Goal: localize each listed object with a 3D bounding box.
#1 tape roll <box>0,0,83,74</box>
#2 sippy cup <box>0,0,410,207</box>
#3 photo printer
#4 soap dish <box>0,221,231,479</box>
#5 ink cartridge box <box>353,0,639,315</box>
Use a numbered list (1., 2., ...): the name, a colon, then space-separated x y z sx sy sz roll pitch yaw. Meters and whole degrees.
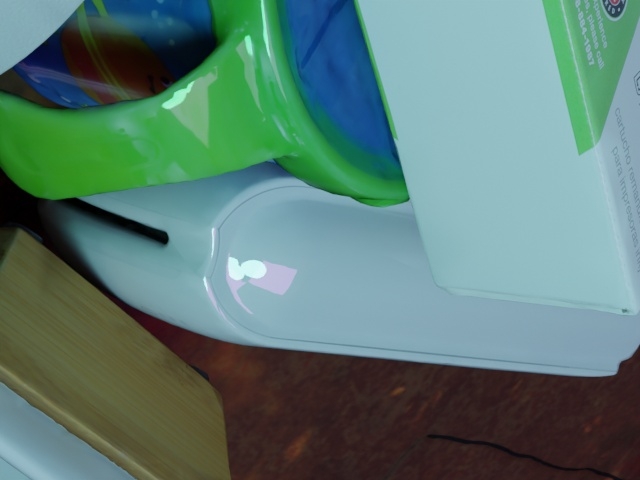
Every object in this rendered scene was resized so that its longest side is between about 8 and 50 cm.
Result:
1. tape roll: -0.198 -0.206 0.888 0.246 0.246 0.169 -46 133 15
2. sippy cup: -0.045 -0.144 1.002 0.305 0.224 0.240 -5 100 -53
3. photo printer: 0.000 0.000 1.157 0.307 0.256 0.107 7 97 -31
4. soap dish: -0.213 0.086 1.127 0.290 0.118 0.229 -2 148 38
5. ink cartridge box: 0.143 -0.125 0.974 0.273 0.114 0.198 -48 131 -40
